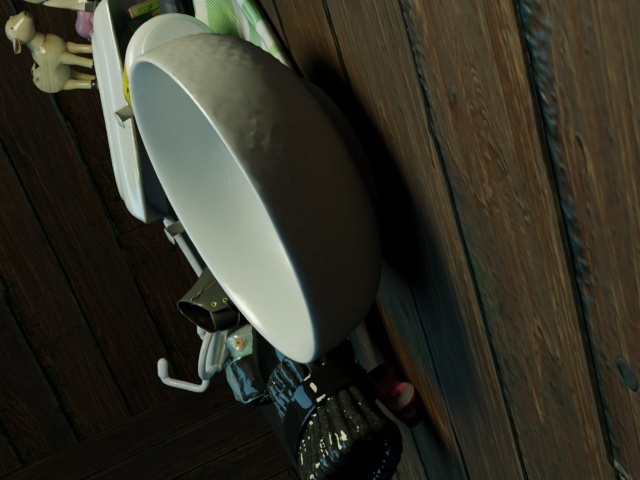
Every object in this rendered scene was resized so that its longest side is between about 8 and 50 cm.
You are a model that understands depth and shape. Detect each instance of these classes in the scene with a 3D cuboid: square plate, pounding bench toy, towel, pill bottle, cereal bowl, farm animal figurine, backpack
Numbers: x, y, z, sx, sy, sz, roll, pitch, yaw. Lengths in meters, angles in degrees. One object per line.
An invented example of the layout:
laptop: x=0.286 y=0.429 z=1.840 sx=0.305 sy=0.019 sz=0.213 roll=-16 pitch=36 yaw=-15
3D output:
square plate: x=-0.306 y=-0.198 z=2.036 sx=0.347 sy=0.049 sz=0.344 roll=-128 pitch=28 yaw=-87
pounding bench toy: x=-0.283 y=-0.365 z=2.154 sx=0.083 sy=0.052 sz=0.065 roll=67 pitch=171 yaw=-11
towel: x=-0.083 y=-0.209 z=1.477 sx=0.325 sy=0.038 sz=0.248 roll=61 pitch=169 yaw=26
pill bottle: x=-0.178 y=-0.204 z=1.536 sx=0.117 sy=0.117 sz=0.215 roll=65 pitch=169 yaw=-1
cereal bowl: x=-0.045 y=-0.057 z=1.250 sx=0.339 sy=0.141 sz=0.339 roll=51 pitch=160 yaw=26
farm animal figurine: x=-0.429 y=-0.408 z=2.027 sx=0.327 sy=0.172 sz=0.330 roll=-159 pitch=76 yaw=-85
backpack: x=-0.081 y=0.200 z=2.116 sx=0.188 sy=0.165 sz=0.144 roll=119 pitch=129 yaw=-74

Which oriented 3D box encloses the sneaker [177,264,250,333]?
sneaker: x=-0.071 y=0.081 z=1.641 sx=0.222 sy=0.118 sz=0.083 roll=9 pitch=134 yaw=34

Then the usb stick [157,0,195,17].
usb stick: x=-0.219 y=-0.393 z=1.740 sx=0.278 sy=0.045 sz=0.077 roll=78 pitch=165 yaw=-52

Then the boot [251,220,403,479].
boot: x=-0.003 y=0.130 z=1.456 sx=0.260 sy=0.131 sz=0.348 roll=-113 pitch=11 yaw=-47

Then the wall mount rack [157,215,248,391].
wall mount rack: x=-0.189 y=0.083 z=2.211 sx=0.350 sy=0.130 sz=0.304 roll=-50 pitch=-28 yaw=-67

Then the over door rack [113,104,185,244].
over door rack: x=-0.129 y=-0.075 z=1.773 sx=0.324 sy=0.108 sz=0.239 roll=23 pitch=142 yaw=45

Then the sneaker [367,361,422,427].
sneaker: x=0.089 y=0.189 z=1.530 sx=0.057 sy=0.047 sz=0.119 roll=57 pitch=176 yaw=-24

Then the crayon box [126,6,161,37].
crayon box: x=-0.202 y=-0.237 z=1.932 sx=0.278 sy=0.081 sz=0.165 roll=52 pitch=164 yaw=57
